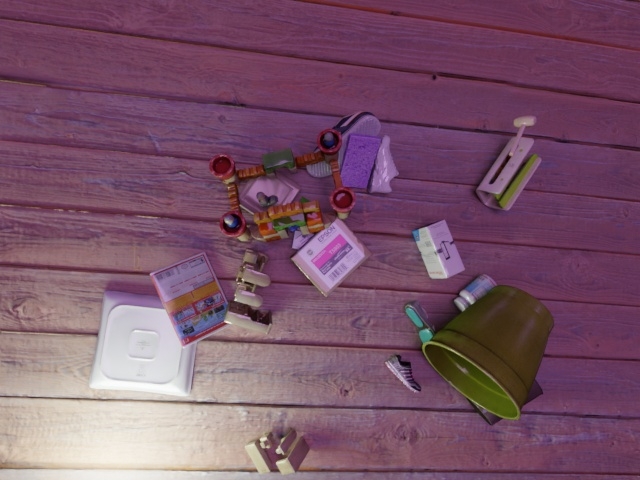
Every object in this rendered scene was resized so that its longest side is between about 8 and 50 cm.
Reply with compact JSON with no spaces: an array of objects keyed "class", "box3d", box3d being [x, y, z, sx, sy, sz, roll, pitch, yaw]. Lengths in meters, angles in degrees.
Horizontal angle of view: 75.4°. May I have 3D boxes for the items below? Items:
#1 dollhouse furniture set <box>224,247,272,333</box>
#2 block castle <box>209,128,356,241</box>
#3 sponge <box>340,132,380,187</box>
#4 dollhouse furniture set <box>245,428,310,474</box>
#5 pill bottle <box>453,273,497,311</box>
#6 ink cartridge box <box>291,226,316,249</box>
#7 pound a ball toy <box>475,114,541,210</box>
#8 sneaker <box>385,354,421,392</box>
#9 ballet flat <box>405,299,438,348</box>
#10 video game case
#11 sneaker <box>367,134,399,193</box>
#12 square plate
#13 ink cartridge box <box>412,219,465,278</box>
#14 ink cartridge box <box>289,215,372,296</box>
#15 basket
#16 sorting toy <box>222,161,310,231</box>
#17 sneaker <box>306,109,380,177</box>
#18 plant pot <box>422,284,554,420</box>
[{"class":"dollhouse furniture set","box3d":[-0.219,0.181,1.453,0.161,0.212,0.242,19,103,-14]},{"class":"block castle","box3d":[-0.126,-0.179,1.399,0.454,0.213,0.302,-12,77,1]},{"class":"sponge","box3d":[0.141,-0.294,1.554,0.117,0.031,0.210,4,126,-14]},{"class":"dollhouse furniture set","box3d":[-0.155,0.753,1.504,0.151,0.123,0.144,-30,89,26]},{"class":"pill bottle","box3d":[0.602,0.209,1.613,0.160,0.087,0.087,-36,91,-8]},{"class":"ink cartridge box","box3d":[0.000,0.000,1.573,0.207,0.046,0.097,10,85,-7]},{"class":"pound a ball toy","box3d":[0.731,-0.309,1.629,0.208,0.136,0.319,41,80,-39]},{"class":"sneaker","box3d":[0.327,0.500,1.566,0.170,0.063,0.075,44,88,3]},{"class":"ballet flat","box3d":[0.403,0.325,1.591,0.068,0.072,0.213,-32,93,-39]},{"class":"video game case","box3d":[-0.451,0.207,1.479,0.204,0.025,0.285,-24,88,-27]},{"class":"sneaker","box3d":[0.253,-0.291,1.617,0.115,0.090,0.232,9,93,-13]},{"class":"square plate","box3d":[-0.616,0.366,1.465,0.348,0.049,0.343,8,84,-7]},{"class":"ink cartridge box","box3d":[0.445,0.035,1.576,0.086,0.148,0.203,-22,90,-10]},{"class":"ink cartridge box","box3d":[0.037,0.056,1.508,0.235,0.088,0.193,-44,94,-6]},{"class":"basket","box3d":[0.681,0.571,1.567,0.227,0.154,0.204,-38,91,-5]},{"class":"sorting toy","box3d":[-0.198,-0.173,1.559,0.348,0.047,0.196,34,78,1]},{"class":"sneaker","box3d":[0.079,-0.369,1.583,0.321,0.127,0.126,-35,126,13]},{"class":"plant pot","box3d":[0.613,0.356,1.453,0.366,0.366,0.353,46,72,-2]}]
